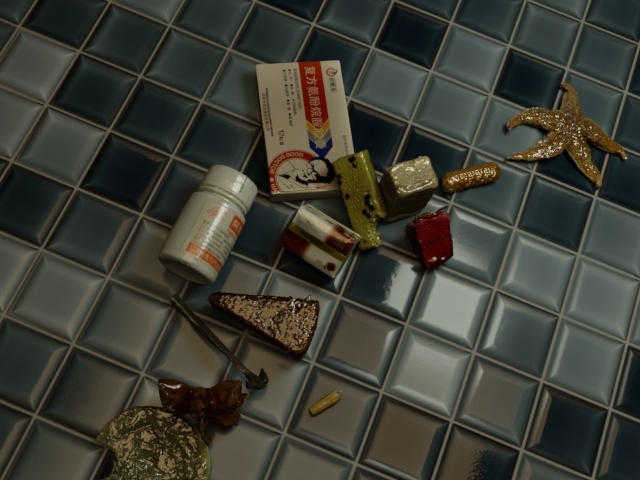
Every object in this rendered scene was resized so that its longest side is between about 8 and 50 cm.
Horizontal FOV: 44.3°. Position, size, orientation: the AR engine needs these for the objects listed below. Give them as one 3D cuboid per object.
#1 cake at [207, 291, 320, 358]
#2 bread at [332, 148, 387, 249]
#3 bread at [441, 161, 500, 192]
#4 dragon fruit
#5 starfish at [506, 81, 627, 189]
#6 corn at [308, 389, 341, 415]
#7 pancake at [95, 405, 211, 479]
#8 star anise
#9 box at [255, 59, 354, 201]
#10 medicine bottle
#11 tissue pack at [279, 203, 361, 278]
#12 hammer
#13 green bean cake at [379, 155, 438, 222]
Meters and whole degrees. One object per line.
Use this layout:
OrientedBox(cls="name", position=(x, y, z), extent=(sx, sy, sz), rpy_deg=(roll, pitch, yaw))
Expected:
OrientedBox(cls="cake", position=(-0.127, 0.190, 1.716), extent=(0.246, 0.112, 0.135), rpy_deg=(3, 72, -5))
OrientedBox(cls="bread", position=(0.100, -0.090, 1.818), extent=(0.088, 0.049, 0.226), rpy_deg=(-16, 96, 24))
OrientedBox(cls="bread", position=(0.370, -0.156, 1.932), extent=(0.157, 0.044, 0.052), rpy_deg=(-15, 75, -11))
OrientedBox(cls="dragon fruit", position=(0.252, -0.018, 1.845), extent=(0.102, 0.096, 0.147), rpy_deg=(-17, 115, -8))
OrientedBox(cls="starfish", position=(0.632, -0.261, 1.994), extent=(0.302, 0.060, 0.299), rpy_deg=(36, 68, 7))
OrientedBox(cls="corn", position=(0.013, 0.353, 1.715), extent=(0.083, 0.028, 0.027), rpy_deg=(-31, 55, -16))
OrientedBox(cls="pancake", position=(-0.349, 0.467, 1.629), extent=(0.253, 0.037, 0.253), rpy_deg=(2, 71, -6))
OrientedBox(cls="star anise", position=(-0.241, 0.331, 1.603), extent=(0.212, 0.196, 0.111), rpy_deg=(27, 51, -16))
OrientedBox(cls="box", position=(-0.036, -0.271, 1.922), extent=(0.214, 0.069, 0.353), rpy_deg=(-5, 72, -8))
OrientedBox(cls="medicine bottle", position=(-0.250, -0.037, 1.769), extent=(0.144, 0.144, 0.252), rpy_deg=(22, 70, 2))
OrientedBox(cls="tissue pack", position=(0.000, 0.001, 1.790), extent=(0.148, 0.099, 0.106), rpy_deg=(31, 103, 6))
OrientedBox(cls="hammer", position=(-0.227, 0.219, 1.709), extent=(0.297, 0.125, 0.027), rpy_deg=(40, 96, 18))
OrientedBox(cls="green bean cake", position=(0.197, -0.117, 1.827), extent=(0.109, 0.179, 0.085), rpy_deg=(-18, 74, -12))
